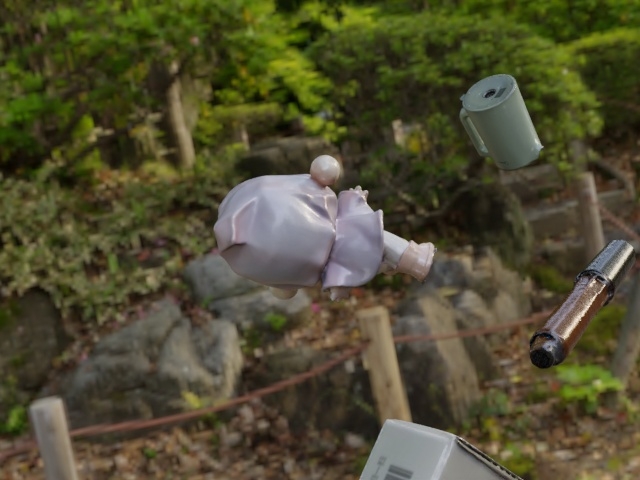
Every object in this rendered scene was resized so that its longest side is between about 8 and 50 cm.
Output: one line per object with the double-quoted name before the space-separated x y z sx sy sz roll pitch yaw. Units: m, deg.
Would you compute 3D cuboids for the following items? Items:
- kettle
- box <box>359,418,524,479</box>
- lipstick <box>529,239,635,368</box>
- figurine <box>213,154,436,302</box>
"kettle" 0.308 -0.199 2.075 0.126 0.148 0.098 -18 36 20
"box" 0.054 0.313 0.783 0.065 0.343 0.200 9 -21 48
"lipstick" 0.465 0.109 2.103 0.077 0.077 0.418 -7 20 36
"figurine" -0.001 0.000 1.447 0.276 0.200 0.133 12 26 -16
